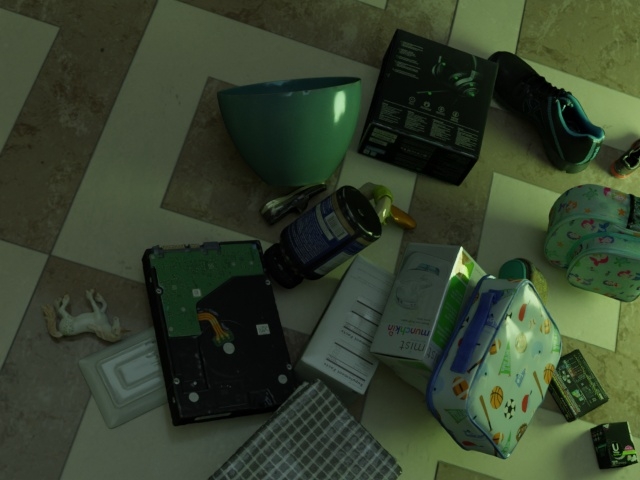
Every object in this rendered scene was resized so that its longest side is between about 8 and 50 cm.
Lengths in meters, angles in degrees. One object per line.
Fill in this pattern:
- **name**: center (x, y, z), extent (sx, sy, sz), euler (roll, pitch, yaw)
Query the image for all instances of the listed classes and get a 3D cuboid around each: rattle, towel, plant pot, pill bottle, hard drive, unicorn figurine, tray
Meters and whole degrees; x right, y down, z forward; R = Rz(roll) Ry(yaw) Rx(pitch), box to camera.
- **rattle**: center (0.086, -0.013, 1.858), extent (0.130, 0.143, 0.200), euler (29, 77, 36)
- **towel**: center (-0.025, 0.396, 1.494), extent (0.235, 0.121, 0.283), euler (44, 67, 9)
- **plant pot**: center (-0.055, -0.217, 1.805), extent (0.290, 0.290, 0.196), euler (-9, 105, -16)
- **pill bottle**: center (0.000, 0.000, 1.719), extent (0.123, 0.219, 0.123), euler (42, 27, -28)
- **hard drive**: center (-0.191, 0.164, 1.670), extent (0.236, 0.064, 0.339), euler (-4, 65, -27)
- **unicorn figurine**: center (-0.432, 0.145, 1.666), extent (0.161, 0.060, 0.111), euler (-15, 71, -1)
- **tray**: center (-0.301, 0.227, 1.670), extent (0.270, 0.030, 0.145), euler (-24, 73, -21)

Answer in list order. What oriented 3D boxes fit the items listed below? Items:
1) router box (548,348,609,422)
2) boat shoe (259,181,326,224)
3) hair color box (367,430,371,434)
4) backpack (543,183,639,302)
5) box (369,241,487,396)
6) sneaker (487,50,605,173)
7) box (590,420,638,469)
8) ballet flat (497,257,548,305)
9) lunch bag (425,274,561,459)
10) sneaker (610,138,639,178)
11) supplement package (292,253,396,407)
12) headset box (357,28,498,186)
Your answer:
- **router box**: center (0.515, 0.296, 1.816), extent (0.092, 0.038, 0.123), euler (-23, 73, -21)
- **boat shoe**: center (-0.051, -0.076, 1.845), extent (0.152, 0.056, 0.049), euler (-26, 80, -11)
- **hair color box**: center (0.022, 0.523, 1.572), extent (0.185, 0.110, 0.339), euler (-5, 70, -12)
- **backpack**: center (0.598, 0.001, 1.860), extent (0.253, 0.225, 0.191), euler (22, 59, 2)
- **box**: center (0.234, 0.167, 1.677), extent (0.262, 0.126, 0.231), euler (43, 60, -43)
- **sneaker**: center (0.515, -0.318, 2.023), extent (0.125, 0.140, 0.341), euler (-35, 77, -21)
- **box**: center (0.584, 0.408, 1.775), extent (0.062, 0.052, 0.083), euler (-1, 67, -14)
- **ballet flat**: center (0.397, 0.206, 1.797), extent (0.123, 0.123, 0.349), euler (17, 67, -5)
- **lunch bag**: center (0.311, 0.215, 1.588), extent (0.243, 0.114, 0.303), euler (49, 60, -37)
- **sneaker**: center (0.741, -0.200, 2.063), extent (0.158, 0.065, 0.061), euler (-40, 80, -24)
- **supplement package**: center (0.060, 0.177, 1.710), extent (0.133, 0.139, 0.244), euler (29, 63, 0)
- **headset box**: center (0.238, -0.300, 1.958), extent (0.246, 0.131, 0.283), euler (17, 65, -4)
